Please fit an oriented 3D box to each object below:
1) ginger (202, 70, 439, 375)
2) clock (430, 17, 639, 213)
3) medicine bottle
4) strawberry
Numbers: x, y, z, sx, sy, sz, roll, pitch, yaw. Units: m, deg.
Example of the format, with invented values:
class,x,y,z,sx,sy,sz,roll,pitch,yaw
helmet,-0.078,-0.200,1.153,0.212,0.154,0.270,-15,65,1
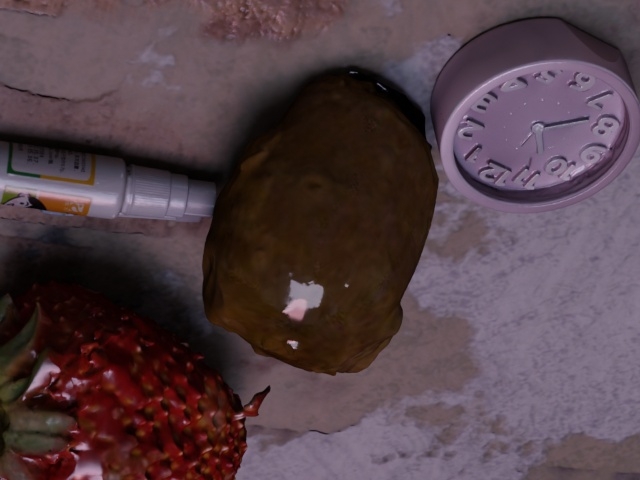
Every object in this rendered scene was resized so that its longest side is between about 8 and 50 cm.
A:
class,x,y,z,sx,sy,sz,roll,pitch,yaw
ginger,-0.003,-0.002,1.574,0.200,0.223,0.269,15,134,-18
clock,0.208,-0.117,1.588,0.197,0.068,0.196,-4,136,-4
medicine bottle,-0.216,-0.047,1.616,0.221,0.061,0.092,7,158,-14
strawberry,-0.207,0.183,1.722,0.344,0.292,0.292,3,137,-36
